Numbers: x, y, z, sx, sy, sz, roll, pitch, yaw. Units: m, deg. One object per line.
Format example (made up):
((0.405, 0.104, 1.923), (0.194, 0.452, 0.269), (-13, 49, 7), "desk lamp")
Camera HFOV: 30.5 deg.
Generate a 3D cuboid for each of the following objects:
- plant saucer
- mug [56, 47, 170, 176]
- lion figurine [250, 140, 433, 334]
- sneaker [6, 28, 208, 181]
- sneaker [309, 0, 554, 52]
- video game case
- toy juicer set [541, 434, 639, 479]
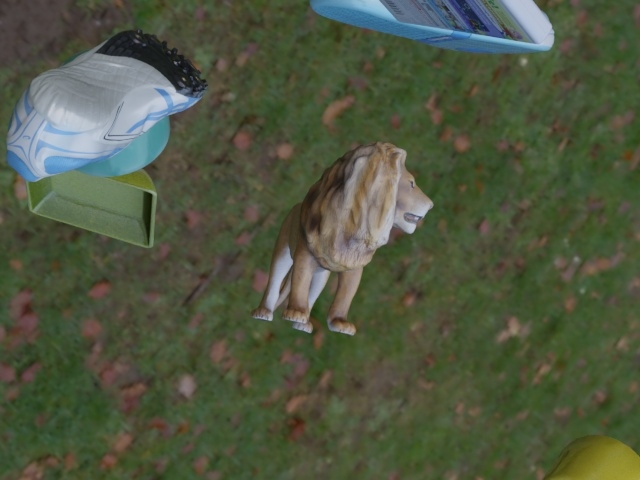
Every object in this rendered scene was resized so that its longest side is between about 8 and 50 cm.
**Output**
((-0.315, -0.070, 1.642), (0.188, 0.188, 0.045), (112, -5, -64), "plant saucer")
((-0.241, -0.140, 1.279), (0.158, 0.129, 0.097), (-53, 158, -33), "mug")
((0.000, 0.000, 1.583), (0.142, 0.392, 0.240), (15, 82, -22), "lion figurine")
((-0.175, -0.112, 0.967), (0.086, 0.085, 0.237), (-45, 176, 31), "sneaker")
((0.146, -0.325, 1.310), (0.319, 0.127, 0.208), (8, 91, -34), "sneaker")
((0.064, -0.242, 0.945), (0.212, 0.193, 0.023), (42, 80, -35), "video game case")
((0.229, 0.305, 0.768), (0.089, 0.209, 0.329), (-16, 115, -54), "toy juicer set")
